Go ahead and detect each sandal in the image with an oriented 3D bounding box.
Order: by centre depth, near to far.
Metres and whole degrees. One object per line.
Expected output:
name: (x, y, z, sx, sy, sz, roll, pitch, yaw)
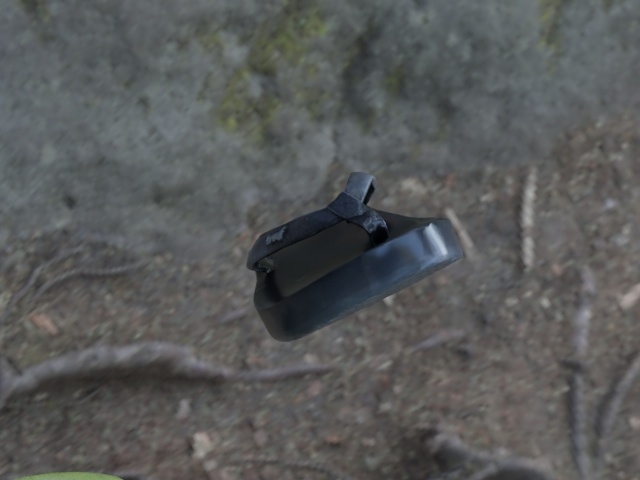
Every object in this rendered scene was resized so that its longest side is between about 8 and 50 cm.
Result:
sandal: (-0.001, 0.000, 0.849, 0.097, 0.254, 0.054, -27, 98, -9)

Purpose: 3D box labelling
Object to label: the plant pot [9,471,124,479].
plant pot: (-0.080, 0.228, 0.622, 0.276, 0.276, 0.254, 14, 20, -28)
